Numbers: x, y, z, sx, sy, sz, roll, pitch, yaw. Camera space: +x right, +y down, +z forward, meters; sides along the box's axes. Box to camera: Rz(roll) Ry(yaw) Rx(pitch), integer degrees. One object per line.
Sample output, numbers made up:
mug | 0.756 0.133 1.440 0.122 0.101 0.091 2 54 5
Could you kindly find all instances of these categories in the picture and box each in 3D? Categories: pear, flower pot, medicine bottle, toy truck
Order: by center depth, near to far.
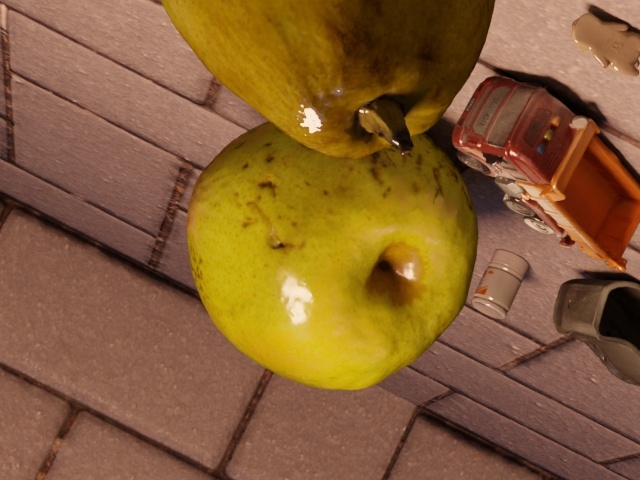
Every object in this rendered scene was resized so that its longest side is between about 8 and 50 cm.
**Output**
pear | 0.010 -0.223 1.486 0.287 0.287 0.375 55 -167 -62
toy truck | 0.267 -0.076 1.984 0.135 0.114 0.270 17 164 45
pear | 0.000 0.000 2.234 0.391 0.391 0.391 25 166 7
flower pot | 0.435 0.131 2.447 0.229 0.103 0.108 33 166 -26
medicine bottle | 0.260 0.064 2.545 0.057 0.089 0.057 25 166 6

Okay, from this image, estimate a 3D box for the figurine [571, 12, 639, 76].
figurine | 0.277 -0.189 1.708 0.083 0.047 0.050 32 176 -5
